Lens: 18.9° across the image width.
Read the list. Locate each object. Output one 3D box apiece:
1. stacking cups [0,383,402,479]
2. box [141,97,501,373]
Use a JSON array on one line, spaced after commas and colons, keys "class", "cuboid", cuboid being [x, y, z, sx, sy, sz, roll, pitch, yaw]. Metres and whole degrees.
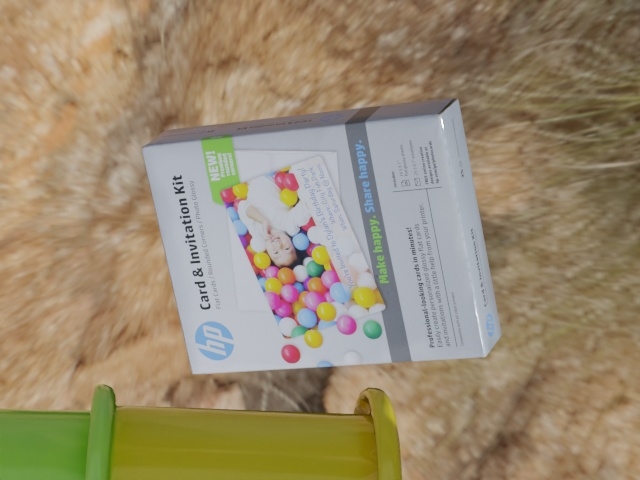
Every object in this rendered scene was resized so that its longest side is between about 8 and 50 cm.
[{"class": "stacking cups", "cuboid": [-0.143, 0.068, 0.431, 0.316, 0.096, 0.096, 5, 90, -3]}, {"class": "box", "cuboid": [0.000, 0.000, 1.108, 0.186, 0.038, 0.145, -4, 107, 23]}]
